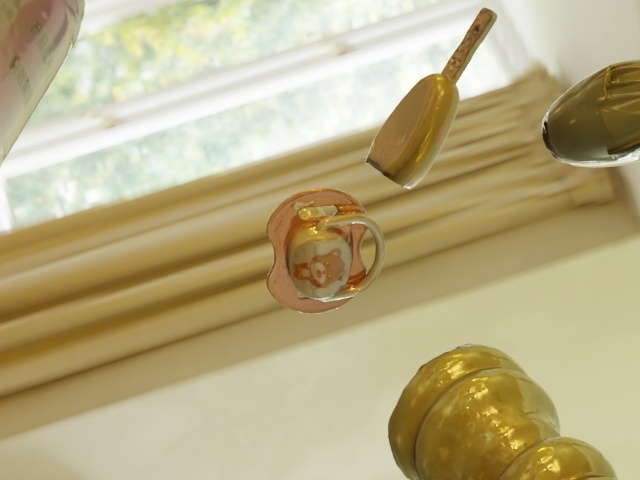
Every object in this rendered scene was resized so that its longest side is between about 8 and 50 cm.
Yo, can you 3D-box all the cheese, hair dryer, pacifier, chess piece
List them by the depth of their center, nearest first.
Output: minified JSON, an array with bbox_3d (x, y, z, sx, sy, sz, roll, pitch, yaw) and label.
[{"bbox_3d":[0.000,0.000,1.061,0.078,0.081,0.099,-113,-159,-58],"label":"pacifier"},{"bbox_3d":[0.164,0.183,1.146,0.243,0.133,0.133,38,-30,55],"label":"chess piece"},{"bbox_3d":[0.350,-0.090,1.304,0.229,0.267,0.092,-42,-151,56],"label":"hair dryer"},{"bbox_3d":[0.114,-0.142,1.503,0.037,0.192,0.097,28,8,-25],"label":"cheese"}]

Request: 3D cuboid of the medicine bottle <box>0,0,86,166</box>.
[{"bbox_3d":[-0.295,-0.209,1.140,0.256,0.256,0.325,76,33,-58],"label":"medicine bottle"}]
